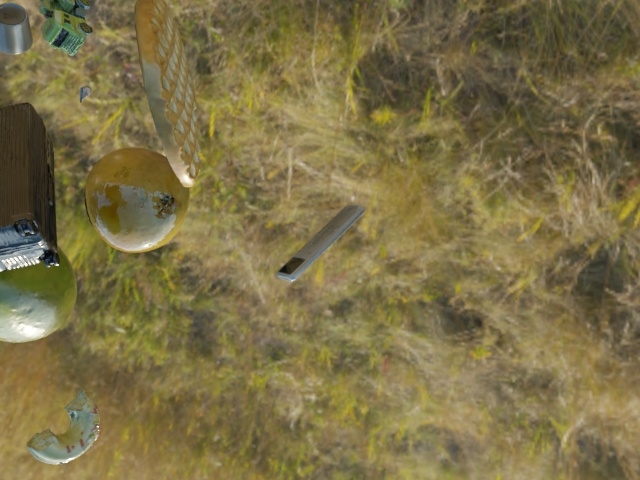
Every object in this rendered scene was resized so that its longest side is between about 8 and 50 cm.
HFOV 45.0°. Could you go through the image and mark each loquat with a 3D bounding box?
[{"bbox_3d":[-0.457,-0.101,1.914,0.263,0.263,0.263,8,144,6],"label":"loquat"}]

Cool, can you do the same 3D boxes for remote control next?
[{"bbox_3d":[0.000,0.000,1.768,0.067,0.261,0.029,8,136,53],"label":"remote control"}]

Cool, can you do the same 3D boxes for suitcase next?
[{"bbox_3d":[-0.643,-0.097,1.505,0.230,0.335,0.152,-12,148,-3],"label":"suitcase"}]

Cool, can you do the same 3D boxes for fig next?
[{"bbox_3d":[-0.681,0.105,1.702,0.258,0.258,0.326,14,178,-2],"label":"fig"}]

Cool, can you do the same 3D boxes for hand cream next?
[{"bbox_3d":[-0.479,-0.299,1.563,0.019,0.093,0.030,8,105,-9],"label":"hand cream"}]

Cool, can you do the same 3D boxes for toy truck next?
[{"bbox_3d":[-0.541,-0.475,1.614,0.100,0.169,0.077,17,139,-39],"label":"toy truck"}]

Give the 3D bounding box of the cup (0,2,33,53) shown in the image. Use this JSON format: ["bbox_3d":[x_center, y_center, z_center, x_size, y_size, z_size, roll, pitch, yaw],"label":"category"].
[{"bbox_3d":[-0.643,-0.451,1.605,0.078,0.100,0.077,-11,153,-22],"label":"cup"}]

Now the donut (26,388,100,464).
[{"bbox_3d":[-0.523,0.406,1.629,0.065,0.166,0.108,-5,127,49],"label":"donut"}]

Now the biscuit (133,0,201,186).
[{"bbox_3d":[-0.230,-0.252,1.170,0.040,0.309,0.204,-13,155,2],"label":"biscuit"}]
